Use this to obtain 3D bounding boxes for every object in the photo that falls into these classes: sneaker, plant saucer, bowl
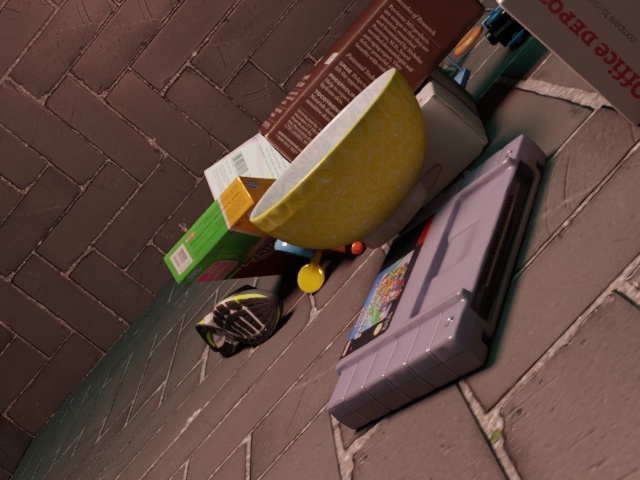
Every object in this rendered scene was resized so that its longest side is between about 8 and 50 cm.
[{"bbox_3d":[-0.146,0.132,1.687,0.121,0.111,0.300,-52,13,-29],"label":"sneaker"},{"bbox_3d":[0.324,-0.443,1.929,0.083,0.013,0.083,-48,12,14],"label":"plant saucer"},{"bbox_3d":[0.054,-0.080,1.208,0.289,0.156,0.289,-44,10,10],"label":"bowl"}]

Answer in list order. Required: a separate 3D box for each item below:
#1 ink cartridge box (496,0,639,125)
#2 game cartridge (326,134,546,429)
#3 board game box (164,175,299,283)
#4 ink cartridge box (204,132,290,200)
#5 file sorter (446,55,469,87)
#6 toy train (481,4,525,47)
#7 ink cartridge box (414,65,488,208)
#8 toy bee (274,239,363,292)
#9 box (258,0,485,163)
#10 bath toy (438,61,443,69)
[{"bbox_3d":[0.344,-0.303,0.867,0.307,0.223,0.129,-45,27,24],"label":"ink cartridge box"},{"bbox_3d":[0.136,0.042,1.026,0.230,0.068,0.355,-33,20,43],"label":"game cartridge"},{"bbox_3d":[-0.114,-0.020,1.701,0.242,0.064,0.316,-45,-23,28],"label":"board game box"},{"bbox_3d":[-0.086,-0.131,1.879,0.278,0.117,0.201,-33,56,13],"label":"ink cartridge box"},{"bbox_3d":[0.191,-0.289,1.728,0.170,0.104,0.118,-42,14,38],"label":"file sorter"},{"bbox_3d":[0.367,-0.424,1.562,0.184,0.080,0.105,-44,7,27],"label":"toy train"},{"bbox_3d":[0.152,-0.167,1.448,0.211,0.121,0.289,-46,13,19],"label":"ink cartridge box"},{"bbox_3d":[0.000,0.000,1.523,0.298,0.162,0.195,-46,-31,-71],"label":"toy bee"},{"bbox_3d":[0.074,-0.271,1.425,0.381,0.143,0.191,-47,12,2],"label":"box"},{"bbox_3d":[0.168,-0.356,1.952,0.348,0.151,0.129,145,142,-74],"label":"bath toy"}]
